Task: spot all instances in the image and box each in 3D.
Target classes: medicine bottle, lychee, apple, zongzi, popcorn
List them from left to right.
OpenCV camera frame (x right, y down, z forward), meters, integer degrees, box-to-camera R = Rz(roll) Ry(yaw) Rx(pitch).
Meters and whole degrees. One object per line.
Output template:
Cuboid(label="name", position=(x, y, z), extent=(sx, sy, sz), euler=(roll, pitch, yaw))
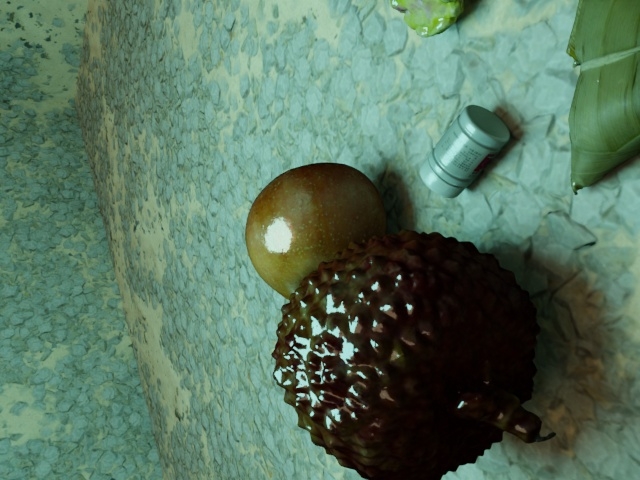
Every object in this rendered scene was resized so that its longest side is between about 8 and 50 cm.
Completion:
Cuboid(label="apple", position=(0.000, 0.000, 0.678), extent=(0.201, 0.201, 0.162), euler=(-55, 39, 44))
Cuboid(label="lychee", position=(0.090, 0.116, 0.517), extent=(0.300, 0.264, 0.264), euler=(20, 112, 50))
Cuboid(label="popcorn", position=(0.122, -0.282, 0.556), extent=(0.097, 0.089, 0.109), euler=(57, 165, -26))
Cuboid(label="medicine bottle", position=(0.158, -0.097, 0.555), extent=(0.058, 0.058, 0.091), euler=(62, 140, 27))
Cuboid(label="zongzi", position=(0.257, -0.102, 0.363), extent=(0.194, 0.099, 0.197), euler=(-110, 19, -65))
